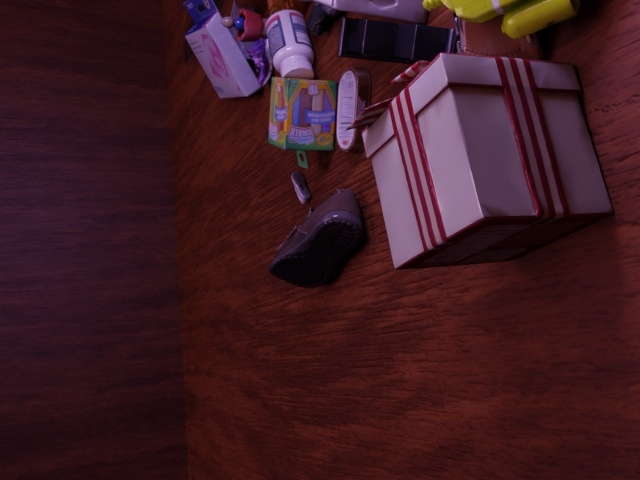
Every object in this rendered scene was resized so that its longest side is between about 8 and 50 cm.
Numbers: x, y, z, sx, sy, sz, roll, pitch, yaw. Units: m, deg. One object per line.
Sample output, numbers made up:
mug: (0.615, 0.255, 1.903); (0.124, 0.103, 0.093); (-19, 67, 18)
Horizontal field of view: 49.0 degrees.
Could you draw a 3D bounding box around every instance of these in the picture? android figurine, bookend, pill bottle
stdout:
android figurine: (0.250, -0.394, 0.924); (0.272, 0.056, 0.248); (-19, 88, 28)
bookend: (0.135, -0.352, 1.252); (0.157, 0.156, 0.072); (-143, 56, -60)
pill bottle: (-0.074, -0.483, 1.781); (0.108, 0.107, 0.180); (128, 136, -55)

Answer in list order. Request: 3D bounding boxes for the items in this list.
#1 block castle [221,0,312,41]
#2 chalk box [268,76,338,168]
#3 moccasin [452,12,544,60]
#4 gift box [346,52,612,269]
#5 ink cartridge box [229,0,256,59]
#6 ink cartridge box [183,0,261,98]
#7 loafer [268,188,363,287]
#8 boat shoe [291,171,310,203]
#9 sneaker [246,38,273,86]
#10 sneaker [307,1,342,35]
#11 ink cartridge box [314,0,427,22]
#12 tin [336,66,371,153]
block castle: (-0.126, -0.750, 1.759); (0.453, 0.212, 0.303); (127, 136, -55)
chalk box: (-0.047, -0.282, 1.698); (0.132, 0.132, 0.213); (-151, 63, -63)
moccasin: (0.247, -0.435, 1.019); (0.139, 0.146, 0.380); (10, -110, -68)
gift box: (0.202, -0.110, 0.993); (0.276, 0.255, 0.258); (-32, 64, 56)
ink cartridge box: (-0.233, -0.659, 2.191); (0.104, 0.061, 0.181); (111, 147, -42)
ink cartridge box: (-0.337, -0.606, 2.215); (0.330, 0.071, 0.324); (59, 167, -20)
loafer: (0.000, 0.000, 1.648); (0.366, 0.133, 0.130); (-38, 29, 50)
boat shoe: (-0.055, -0.137, 1.846); (0.100, 0.035, 0.035); (64, 144, 32)
sneaker: (-0.183, -0.537, 2.073); (0.068, 0.071, 0.170); (157, 109, -65)
sneaker: (0.007, -0.527, 1.671); (0.170, 0.051, 0.089); (-120, 37, -56)
ink cartridge box: (0.067, -0.507, 1.348); (0.273, 0.198, 0.115); (-132, 48, -56)
tin: (0.071, -0.288, 1.553); (0.106, 0.040, 0.190); (-157, 68, -69)
